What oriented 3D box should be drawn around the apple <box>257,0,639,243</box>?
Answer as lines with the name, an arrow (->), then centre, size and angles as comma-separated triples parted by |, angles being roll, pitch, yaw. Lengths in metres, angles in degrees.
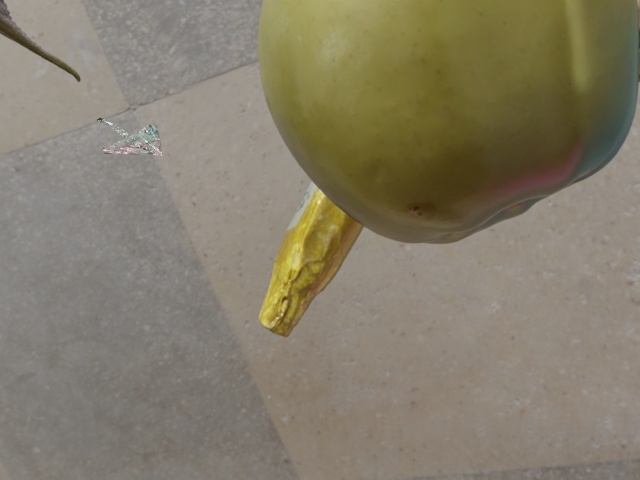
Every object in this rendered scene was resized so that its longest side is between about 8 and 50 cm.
apple -> 0.094, -0.127, 0.468 | 0.262, 0.262, 0.263 | 7, 117, 14

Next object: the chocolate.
chocolate -> 0.000, 0.000, 1.458 | 0.162, 0.162, 0.446 | 28, 89, 3

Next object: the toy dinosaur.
toy dinosaur -> -0.547, -0.390, 1.169 | 0.072, 0.199, 0.251 | -43, 79, 31

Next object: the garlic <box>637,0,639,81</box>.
garlic -> 0.525, -0.335, 1.015 | 0.280, 0.185, 0.203 | 14, 158, 6

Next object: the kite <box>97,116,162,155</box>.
kite -> -0.338, -0.183, 1.195 | 0.156, 0.139, 0.011 | 30, 130, 20
